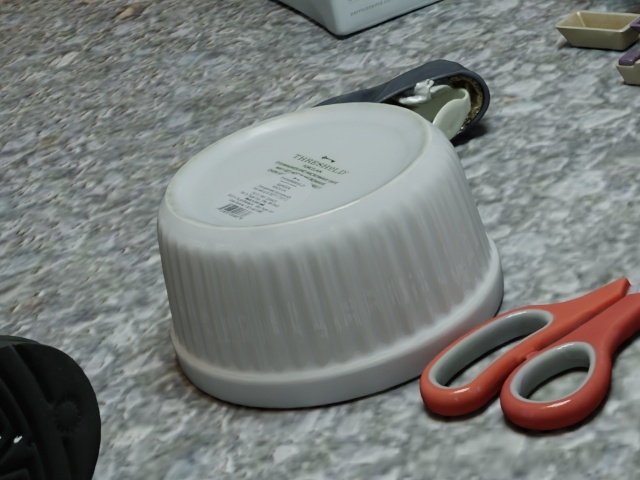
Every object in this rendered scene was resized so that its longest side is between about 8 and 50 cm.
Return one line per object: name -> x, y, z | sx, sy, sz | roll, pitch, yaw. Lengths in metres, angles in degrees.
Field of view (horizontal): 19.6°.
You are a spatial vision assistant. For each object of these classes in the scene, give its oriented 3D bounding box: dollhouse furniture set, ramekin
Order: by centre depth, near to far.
ramekin -> 0.000, 0.000, 1.113 | 0.207, 0.109, 0.207 | -12, 26, 6
dollhouse furniture set -> 0.211, -0.173, 1.372 | 0.114, 0.081, 0.091 | 11, 36, 43

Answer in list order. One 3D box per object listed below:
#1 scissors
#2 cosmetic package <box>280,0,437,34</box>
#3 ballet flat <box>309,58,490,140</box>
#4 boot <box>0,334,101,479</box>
scissors -> 0.183, 0.024, 1.062 | 0.297, 0.021, 0.109 | -34, 30, -31
cosmetic package -> 0.000, -0.395, 1.586 | 0.156, 0.385, 0.217 | -24, 26, -16
ballet flat -> 0.039, -0.071, 1.283 | 0.203, 0.074, 0.074 | -28, 28, -29
boot -> -0.317, 0.137, 0.988 | 0.348, 0.131, 0.260 | -32, 30, -30
